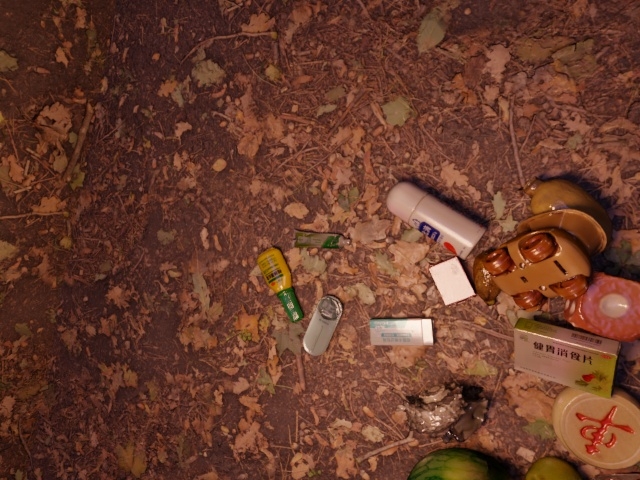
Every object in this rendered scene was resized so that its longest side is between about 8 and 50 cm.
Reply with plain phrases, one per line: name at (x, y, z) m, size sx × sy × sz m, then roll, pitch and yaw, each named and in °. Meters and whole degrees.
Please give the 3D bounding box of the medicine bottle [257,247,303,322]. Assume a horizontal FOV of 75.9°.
medicine bottle at (-0.152, 0.181, 1.639) m, size 0.111 × 0.076 × 0.308 m, roll -31°, pitch 80°, yaw 21°

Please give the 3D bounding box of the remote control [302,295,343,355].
remote control at (0.011, 0.327, 1.583) m, size 0.104 × 0.052 × 0.247 m, roll 26°, pitch 99°, yaw 19°

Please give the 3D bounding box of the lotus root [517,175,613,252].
lotus root at (0.745, -0.084, 1.230) m, size 0.146 × 0.130 × 0.303 m, roll -41°, pitch 76°, yaw -16°

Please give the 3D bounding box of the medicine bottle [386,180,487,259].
medicine bottle at (0.377, -0.081, 1.389) m, size 0.341 × 0.130 × 0.130 m, roll 36°, pitch 103°, yaw 18°

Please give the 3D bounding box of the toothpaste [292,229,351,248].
toothpaste at (0.000, 0.000, 1.593) m, size 0.248 × 0.047 × 0.077 m, roll 3°, pitch 87°, yaw 25°

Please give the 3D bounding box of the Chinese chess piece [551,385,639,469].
Chinese chess piece at (0.830, 0.546, 1.220) m, size 0.251 × 0.097 × 0.250 m, roll 0°, pitch 90°, yaw 22°

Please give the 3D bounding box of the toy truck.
toy truck at (0.637, 0.055, 1.175) m, size 0.204 × 0.211 × 0.288 m, roll 47°, pitch 144°, yaw -4°

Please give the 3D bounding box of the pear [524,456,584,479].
pear at (0.731, 0.757, 1.237) m, size 0.217 × 0.166 × 0.179 m, roll 13°, pitch 83°, yaw -3°

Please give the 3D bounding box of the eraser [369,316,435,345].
eraser at (0.289, 0.325, 1.467) m, size 0.225 × 0.052 × 0.095 m, roll -6°, pitch 85°, yaw 23°

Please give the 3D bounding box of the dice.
dice at (0.820, 0.180, 1.184) m, size 0.175 × 0.179 × 0.173 m, roll 14°, pitch 95°, yaw 17°

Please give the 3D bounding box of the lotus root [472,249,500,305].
lotus root at (0.552, 0.127, 1.340) m, size 0.108 × 0.095 × 0.190 m, roll 9°, pitch 99°, yaw 45°

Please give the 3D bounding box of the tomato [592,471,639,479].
tomato at (0.896, 0.768, 1.154) m, size 0.214 × 0.181 × 0.155 m, roll -16°, pitch 90°, yaw 25°

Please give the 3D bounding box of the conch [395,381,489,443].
conch at (0.402, 0.534, 1.317) m, size 0.240 × 0.313 × 0.186 m, roll 119°, pitch 154°, yaw -47°

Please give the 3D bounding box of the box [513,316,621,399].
box at (0.714, 0.342, 1.208) m, size 0.261 × 0.062 × 0.175 m, roll 11°, pitch 128°, yaw 40°

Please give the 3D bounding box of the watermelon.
watermelon at (0.430, 0.820, 1.255) m, size 0.364 × 0.363 × 0.362 m, roll 0°, pitch 90°, yaw 23°

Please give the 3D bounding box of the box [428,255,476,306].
box at (0.449, 0.138, 1.398) m, size 0.112 × 0.060 × 0.156 m, roll -25°, pitch 78°, yaw 20°
